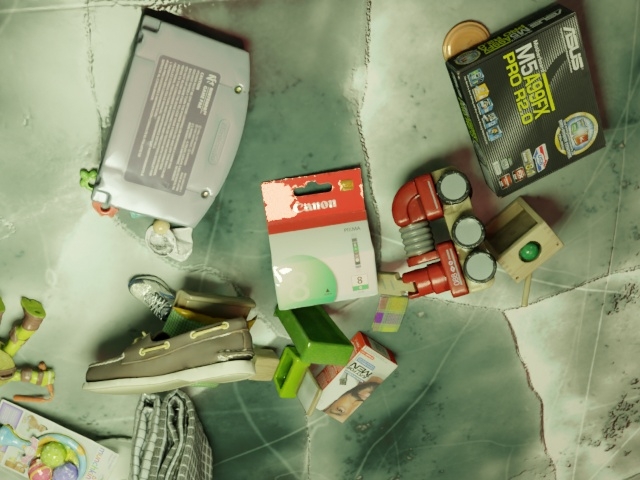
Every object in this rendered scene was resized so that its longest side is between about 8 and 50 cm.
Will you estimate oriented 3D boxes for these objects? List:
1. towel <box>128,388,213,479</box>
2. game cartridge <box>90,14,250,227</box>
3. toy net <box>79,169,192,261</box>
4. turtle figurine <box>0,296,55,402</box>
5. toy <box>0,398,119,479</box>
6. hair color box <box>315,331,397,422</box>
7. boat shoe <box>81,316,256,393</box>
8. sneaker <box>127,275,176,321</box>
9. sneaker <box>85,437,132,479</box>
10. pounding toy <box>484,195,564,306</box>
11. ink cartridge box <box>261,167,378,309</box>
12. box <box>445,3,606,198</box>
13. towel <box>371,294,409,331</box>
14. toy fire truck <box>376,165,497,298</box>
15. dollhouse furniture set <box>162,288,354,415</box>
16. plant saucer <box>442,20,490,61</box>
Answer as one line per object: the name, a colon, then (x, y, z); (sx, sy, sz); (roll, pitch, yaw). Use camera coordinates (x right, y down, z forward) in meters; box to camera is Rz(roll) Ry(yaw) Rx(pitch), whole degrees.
towel: (-0.263, 0.439, 1.452); (0.121, 0.284, 0.235); (-2, 144, 0)
game cartridge: (-0.222, -0.176, 1.271); (0.196, 0.060, 0.294); (17, 99, -17)
toy net: (-0.298, -0.038, 1.363); (0.122, 0.045, 0.232); (-29, 120, 2)
turtle figurine: (-0.572, 0.197, 1.398); (0.269, 0.087, 0.217); (19, 112, -21)
toy: (-0.507, 0.403, 1.495); (0.237, 0.056, 0.137); (28, 109, -1)
hair color box: (0.060, 0.270, 1.608); (0.093, 0.053, 0.167); (34, 107, -27)
boat shoe: (-0.256, 0.197, 1.356); (0.324, 0.097, 0.116); (-12, 163, 24)
sneaker: (-0.278, 0.110, 1.439); (0.135, 0.058, 0.052); (33, 106, -26)
sneaker: (-0.347, 0.494, 1.586); (0.111, 0.129, 0.297); (-36, 118, 10)
pounding toy: (0.369, 0.020, 1.497); (0.130, 0.141, 0.100); (-41, 119, 10)
ink cartridge box: (0.000, 0.000, 1.421); (0.181, 0.056, 0.225); (-9, 111, -3)
box: (0.356, -0.232, 1.398); (0.216, 0.060, 0.270); (-26, 124, 1)
towel: (0.135, 0.141, 1.581); (0.060, 0.009, 0.083); (5, 117, -16)
toy fire truck: (0.169, 0.008, 1.442); (0.246, 0.158, 0.217); (-18, 86, 11)
dollhouse furniture set: (-0.129, 0.212, 1.441); (0.301, 0.151, 0.198); (10, 115, -31)
plant saucer: (0.244, -0.322, 1.359); (0.083, 0.013, 0.084); (-6, 118, -11)
